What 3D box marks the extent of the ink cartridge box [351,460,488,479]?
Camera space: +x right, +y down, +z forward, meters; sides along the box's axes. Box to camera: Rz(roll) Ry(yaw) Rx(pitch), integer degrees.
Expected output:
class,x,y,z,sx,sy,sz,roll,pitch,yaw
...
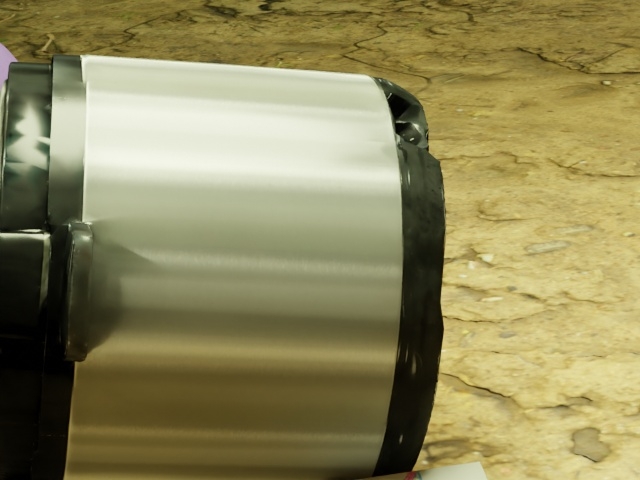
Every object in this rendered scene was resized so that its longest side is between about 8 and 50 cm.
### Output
class,x,y,z,sx,sy,sz,roll,pitch,yaw
ink cartridge box,0.080,0.231,1.208,0.143,0.092,0.090,-8,20,-4

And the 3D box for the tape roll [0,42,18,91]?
class,x,y,z,sx,sy,sz,roll,pitch,yaw
tape roll,-0.513,-0.156,2.184,0.275,0.274,0.090,1,21,22

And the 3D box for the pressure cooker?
class,x,y,z,sx,sy,sz,roll,pitch,yaw
pressure cooker,-0.136,0.032,1.320,0.421,0.369,0.375,3,48,-11
